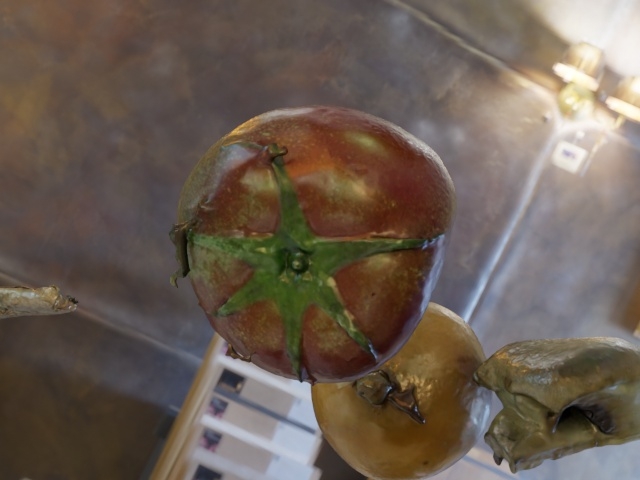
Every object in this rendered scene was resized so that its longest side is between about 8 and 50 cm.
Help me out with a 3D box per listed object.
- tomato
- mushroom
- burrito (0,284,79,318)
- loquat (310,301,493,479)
[{"bbox_3d":[0.000,0.000,1.037,0.303,0.303,0.239,26,18,7],"label":"tomato"},{"bbox_3d":[0.368,0.207,1.448,0.212,0.292,0.217,78,-11,-45],"label":"mushroom"},{"bbox_3d":[-0.421,0.086,1.342,0.171,0.042,0.051,-1,-40,32],"label":"burrito"},{"bbox_3d":[0.133,0.263,1.668,0.328,0.328,0.359,26,2,21],"label":"loquat"}]
